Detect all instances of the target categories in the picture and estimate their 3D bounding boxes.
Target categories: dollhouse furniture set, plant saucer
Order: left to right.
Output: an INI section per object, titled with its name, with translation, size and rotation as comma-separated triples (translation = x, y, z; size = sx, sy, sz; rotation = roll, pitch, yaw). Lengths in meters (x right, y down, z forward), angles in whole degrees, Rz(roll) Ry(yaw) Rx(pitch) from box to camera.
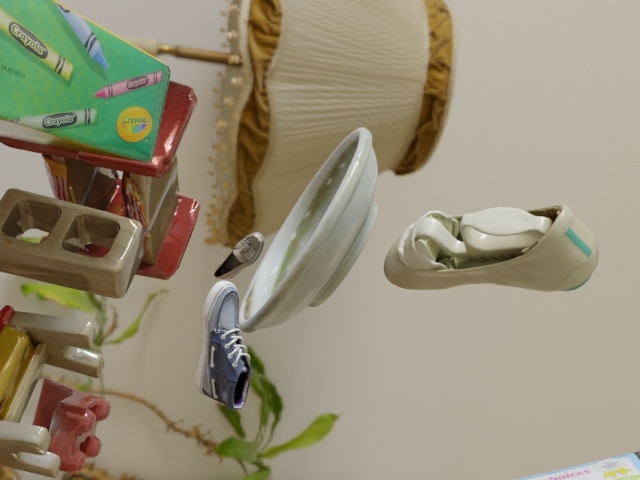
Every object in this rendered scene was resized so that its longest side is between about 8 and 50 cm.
[dollhouse furniture set]
translation = -0.234, 0.031, 0.686
size = 0.201, 0.152, 0.374
rotation = 102, 2, -54
[plant saucer]
translation = 0.000, 0.000, 1.290
size = 0.401, 0.100, 0.400
rotation = -55, -169, 16

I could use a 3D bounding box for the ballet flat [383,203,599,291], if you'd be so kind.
[ballet flat]
translation = 0.140, 0.001, 0.723
size = 0.248, 0.086, 0.086
rotation = -4, -102, 46

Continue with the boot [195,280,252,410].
[boot]
translation = -0.137, 0.162, 1.163
size = 0.086, 0.069, 0.190
rotation = 19, -72, 38

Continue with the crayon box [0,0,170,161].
[crayon box]
translation = -0.240, -0.121, 0.481
size = 0.278, 0.165, 0.081
rotation = 13, 89, -71

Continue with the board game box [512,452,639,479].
[board game box]
translation = 0.113, 0.164, 0.405
size = 0.103, 0.154, 0.026
rotation = -66, 141, -82

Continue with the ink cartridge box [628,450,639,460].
[ink cartridge box]
translation = 0.193, 0.281, 0.459
size = 0.165, 0.065, 0.333
rotation = -43, -166, 47

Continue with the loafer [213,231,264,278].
[loafer]
translation = -0.151, 0.033, 1.385
size = 0.125, 0.045, 0.039
rotation = -44, 168, 31
